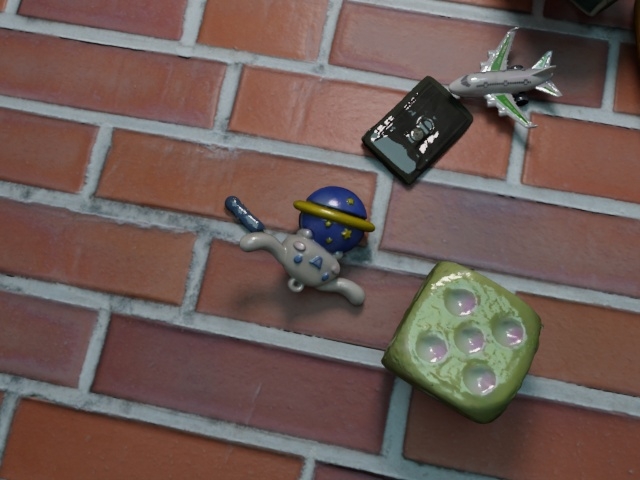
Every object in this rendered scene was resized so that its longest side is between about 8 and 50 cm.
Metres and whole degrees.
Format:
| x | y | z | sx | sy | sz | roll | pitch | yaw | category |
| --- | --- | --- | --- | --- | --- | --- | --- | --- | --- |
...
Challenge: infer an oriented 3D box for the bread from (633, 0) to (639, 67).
| x | y | z | sx | sy | sz | roll | pitch | yaw | category |
| --- | --- | --- | --- | --- | --- | --- | --- | --- | --- |
| 0.890 | -0.490 | 1.444 | 0.361 | 0.250 | 0.394 | -1 | 74 | 1 | bread |

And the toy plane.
| x | y | z | sx | sy | sz | roll | pitch | yaw | category |
| --- | --- | --- | --- | --- | --- | --- | --- | --- | --- |
| 0.430 | -0.370 | 1.511 | 0.255 | 0.101 | 0.251 | -8 | 78 | 5 | toy plane |

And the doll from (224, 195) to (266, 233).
| x | y | z | sx | sy | sz | roll | pitch | yaw | category |
| --- | --- | --- | --- | --- | --- | --- | --- | --- | --- |
| -0.178 | -0.058 | 1.512 | 0.037 | 0.027 | 0.125 | -44 | 82 | -6 | doll |

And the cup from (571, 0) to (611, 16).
| x | y | z | sx | sy | sz | roll | pitch | yaw | category |
| --- | --- | --- | --- | --- | --- | --- | --- | --- | --- |
| 0.570 | -0.709 | 1.409 | 0.401 | 0.392 | 0.310 | 23 | 115 | -13 | cup |

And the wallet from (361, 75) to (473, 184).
| x | y | z | sx | sy | sz | roll | pitch | yaw | category |
| --- | --- | --- | --- | --- | --- | --- | --- | --- | --- |
| 0.234 | -0.268 | 1.527 | 0.168 | 0.052 | 0.245 | 44 | 81 | 7 | wallet |

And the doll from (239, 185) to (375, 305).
| x | y | z | sx | sy | sz | roll | pitch | yaw | category |
| --- | --- | --- | --- | --- | --- | --- | --- | --- | --- |
| -0.027 | -0.013 | 1.422 | 0.311 | 0.159 | 0.242 | 13 | 105 | -22 | doll |

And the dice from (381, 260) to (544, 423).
| x | y | z | sx | sy | sz | roll | pitch | yaw | category |
| --- | --- | --- | --- | --- | --- | --- | --- | --- | --- |
| 0.285 | 0.210 | 1.314 | 0.254 | 0.252 | 0.250 | 31 | 82 | 7 | dice |
